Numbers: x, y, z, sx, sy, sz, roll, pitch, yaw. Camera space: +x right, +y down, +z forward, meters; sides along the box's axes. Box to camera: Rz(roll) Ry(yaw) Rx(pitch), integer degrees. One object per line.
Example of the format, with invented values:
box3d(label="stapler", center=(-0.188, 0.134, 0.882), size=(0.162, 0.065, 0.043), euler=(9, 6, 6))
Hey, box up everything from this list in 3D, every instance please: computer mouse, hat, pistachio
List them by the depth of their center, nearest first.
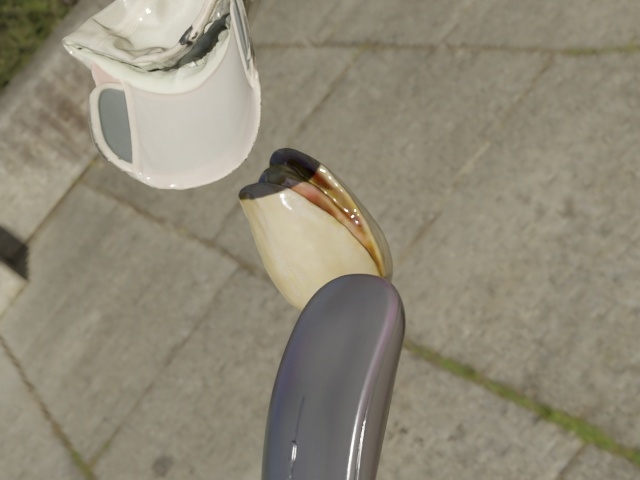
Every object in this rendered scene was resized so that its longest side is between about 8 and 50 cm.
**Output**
box3d(label="computer mouse", center=(0.005, 0.137, 1.044), size=(0.120, 0.057, 0.232), euler=(4, 80, 55))
box3d(label="hat", center=(-0.102, -0.167, 1.211), size=(0.219, 0.226, 0.164), euler=(-30, -6, 28))
box3d(label="pistachio", center=(0.000, 0.000, 1.491), size=(0.144, 0.215, 0.144), euler=(-27, 28, 15))
